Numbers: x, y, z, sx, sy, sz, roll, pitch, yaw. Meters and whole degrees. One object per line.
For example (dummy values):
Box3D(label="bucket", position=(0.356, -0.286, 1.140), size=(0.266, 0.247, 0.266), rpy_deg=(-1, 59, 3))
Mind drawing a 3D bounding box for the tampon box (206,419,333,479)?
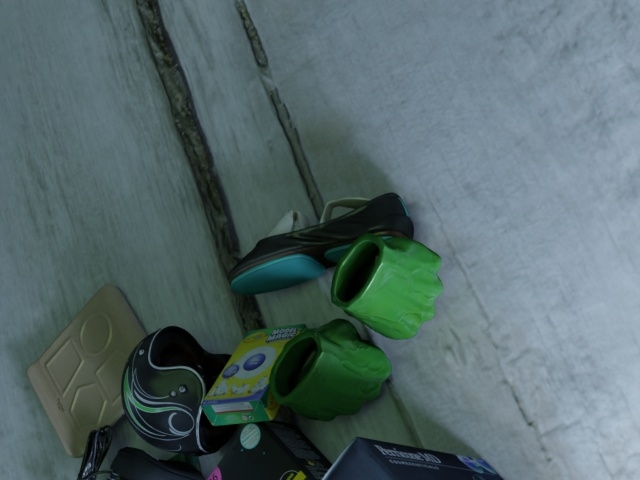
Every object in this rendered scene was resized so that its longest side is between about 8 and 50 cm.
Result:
Box3D(label="tampon box", position=(-0.050, 0.333, 1.897), size=(0.161, 0.101, 0.120), rpy_deg=(43, 104, 36))

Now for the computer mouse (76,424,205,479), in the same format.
Box3D(label="computer mouse", position=(-0.282, 0.378, 2.029), size=(0.262, 0.060, 0.184), rpy_deg=(17, 86, 41))

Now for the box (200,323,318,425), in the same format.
Box3D(label="box", position=(-0.077, 0.174, 1.938), size=(0.105, 0.043, 0.179), rpy_deg=(-10, 30, 34))

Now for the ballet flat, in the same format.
Box3D(label="ballet flat", position=(0.000, 0.000, 1.960), size=(0.280, 0.095, 0.096), rpy_deg=(-15, 60, 22))

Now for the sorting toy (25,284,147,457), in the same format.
Box3D(label="sorting toy", position=(-0.344, 0.201, 2.192), size=(0.208, 0.038, 0.193), rpy_deg=(-44, 57, 14))

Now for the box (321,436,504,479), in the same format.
Box3D(label="box", position=(0.179, 0.431, 1.584), size=(0.395, 0.293, 0.212), rpy_deg=(42, 104, 35))

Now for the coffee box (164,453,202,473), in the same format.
Box3D(label="coffee box", position=(-0.241, 0.392, 2.060), size=(0.184, 0.040, 0.113), rpy_deg=(-32, 60, 27))

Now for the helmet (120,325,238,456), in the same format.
Box3D(label="helmet", position=(-0.201, 0.211, 2.003), size=(0.162, 0.169, 0.169), rpy_deg=(18, 89, 27))

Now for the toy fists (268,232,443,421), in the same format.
Box3D(label="toy fists", position=(0.051, 0.116, 1.856), size=(0.279, 0.142, 0.096), rpy_deg=(-58, 39, 10))
